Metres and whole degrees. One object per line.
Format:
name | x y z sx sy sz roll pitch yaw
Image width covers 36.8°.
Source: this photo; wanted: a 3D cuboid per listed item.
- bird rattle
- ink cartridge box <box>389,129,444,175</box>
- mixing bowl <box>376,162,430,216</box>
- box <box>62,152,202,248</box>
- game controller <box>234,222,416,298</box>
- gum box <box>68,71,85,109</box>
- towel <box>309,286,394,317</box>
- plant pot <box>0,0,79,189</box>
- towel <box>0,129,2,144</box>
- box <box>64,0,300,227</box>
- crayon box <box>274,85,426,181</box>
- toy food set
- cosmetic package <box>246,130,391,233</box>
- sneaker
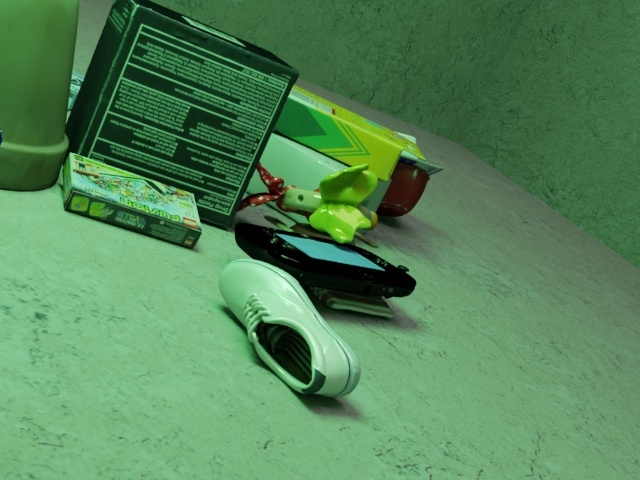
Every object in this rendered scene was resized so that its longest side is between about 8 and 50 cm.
bird rattle | -0.012 -0.055 1.688 0.254 0.143 0.207 2 -12 31
ink cartridge box | 0.094 -0.206 2.283 0.307 0.072 0.303 12 -12 -19
mixing bowl | 0.162 -0.114 2.264 0.181 0.098 0.181 8 -12 2
box | -0.286 -0.059 1.463 0.207 0.036 0.114 18 28 -28
game controller | 0.011 0.030 1.536 0.319 0.067 0.166 12 23 -46
gum box | -0.545 -0.325 1.963 0.157 0.041 0.184 26 14 -1
towel | 0.021 0.068 1.609 0.144 0.029 0.197 13 23 -41
plant pot | -0.487 -0.267 1.400 0.323 0.280 0.323 26 14 -7
towel | -0.489 -0.089 1.008 0.228 0.076 0.308 24 33 -9
box | -0.244 -0.219 1.610 0.296 0.294 0.183 19 14 -27
crayon box | 0.053 -0.217 1.990 0.319 0.081 0.202 24 14 -5
toy food set | 0.000 0.000 1.738 0.192 0.038 0.132 10 10 -25
cosmetic package | -0.008 -0.119 1.984 0.225 0.138 0.224 30 15 18
sneaker | -0.056 0.101 1.223 0.258 0.094 0.091 38 14 35
